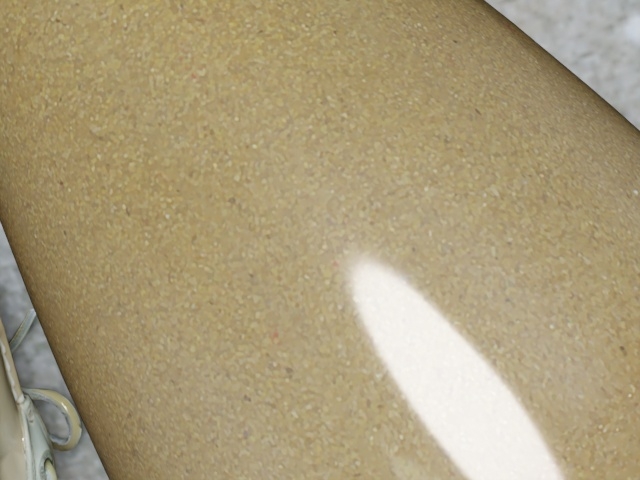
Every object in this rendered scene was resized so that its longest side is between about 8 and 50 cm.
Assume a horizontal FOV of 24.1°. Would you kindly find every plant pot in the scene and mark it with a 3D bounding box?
[{"bbox_3d":[0.000,0.000,0.498,0.237,0.237,0.254,-37,92,17],"label":"plant pot"}]

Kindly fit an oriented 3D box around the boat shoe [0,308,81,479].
[{"bbox_3d":[-0.155,0.122,0.624,0.104,0.089,0.285,14,114,25],"label":"boat shoe"}]
